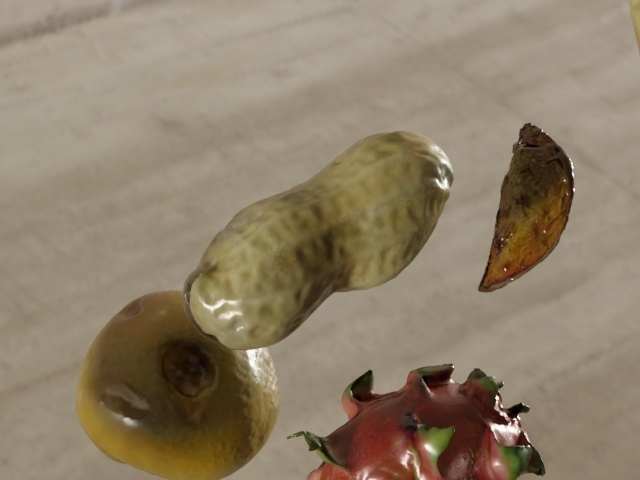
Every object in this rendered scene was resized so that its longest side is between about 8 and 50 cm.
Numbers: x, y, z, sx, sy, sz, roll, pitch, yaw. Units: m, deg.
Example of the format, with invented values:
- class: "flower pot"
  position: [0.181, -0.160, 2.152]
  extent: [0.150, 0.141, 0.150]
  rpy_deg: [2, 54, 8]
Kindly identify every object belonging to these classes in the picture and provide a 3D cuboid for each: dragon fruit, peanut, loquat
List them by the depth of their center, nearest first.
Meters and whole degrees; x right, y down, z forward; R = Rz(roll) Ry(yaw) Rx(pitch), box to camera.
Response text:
- class: "dragon fruit"
  position: [0.043, 0.172, 1.181]
  extent: [0.236, 0.135, 0.137]
  rpy_deg: [-17, -77, 1]
- class: "peanut"
  position: [0.000, 0.000, 1.548]
  extent: [0.290, 0.130, 0.130]
  rpy_deg: [-29, -36, -17]
- class: "loquat"
  position: [-0.145, 0.153, 1.741]
  extent: [0.213, 0.213, 0.213]
  rpy_deg: [-33, -35, -27]

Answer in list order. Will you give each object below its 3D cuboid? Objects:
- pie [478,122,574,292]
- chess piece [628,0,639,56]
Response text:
- class: "pie"
  position: [0.215, -0.037, 1.688]
  extent: [0.033, 0.088, 0.191]
  rpy_deg: [34, -114, -48]
- class: "chess piece"
  position: [0.188, -0.197, 0.894]
  extent: [0.137, 0.300, 0.137]
  rpy_deg: [-6, -15, -2]
